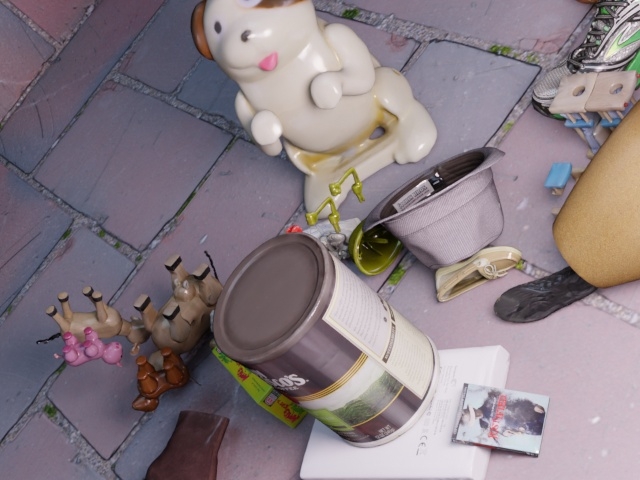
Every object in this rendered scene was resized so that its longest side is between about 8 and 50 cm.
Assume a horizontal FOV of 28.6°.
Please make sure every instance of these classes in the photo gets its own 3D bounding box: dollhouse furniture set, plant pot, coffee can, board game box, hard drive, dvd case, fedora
[{"bbox_3d":[0.403,-0.131,1.808,0.129,0.129,0.183,3,59,46],"label":"dollhouse furniture set"},{"bbox_3d":[0.439,-0.054,1.657,0.254,0.237,0.237,-43,34,34],"label":"plant pot"},{"bbox_3d":[0.012,0.144,1.773,0.202,0.275,0.201,-27,42,27],"label":"coffee can"},{"bbox_3d":[-0.098,0.226,2.033,0.043,0.092,0.181,-49,37,-1],"label":"board game box"},{"bbox_3d":[0.120,0.258,1.828,0.308,0.040,0.203,-10,52,41],"label":"hard drive"},{"bbox_3d":[0.244,0.242,1.696,0.120,0.013,0.087,7,60,19],"label":"dvd case"},{"bbox_3d":[0.192,-0.036,1.897,0.244,0.124,0.275,-29,9,8],"label":"fedora"}]

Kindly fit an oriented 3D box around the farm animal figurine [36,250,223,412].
[{"bbox_3d":[-0.288,0.165,2.220,0.327,0.172,0.330,-40,48,-19],"label":"farm animal figurine"}]

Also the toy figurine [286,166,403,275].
[{"bbox_3d":[-0.044,0.067,2.040,0.217,0.191,0.362,-12,38,56],"label":"toy figurine"}]

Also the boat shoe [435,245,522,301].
[{"bbox_3d":[0.237,0.050,1.883,0.153,0.056,0.048,-20,55,35],"label":"boat shoe"}]

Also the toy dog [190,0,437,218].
[{"bbox_3d":[-0.026,-0.309,2.167,0.285,0.408,0.395,-24,44,29],"label":"toy dog"}]

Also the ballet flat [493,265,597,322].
[{"bbox_3d":[0.327,0.076,1.785,0.173,0.057,0.049,-23,4,30],"label":"ballet flat"}]

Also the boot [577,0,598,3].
[{"bbox_3d":[0.509,-0.507,2.046,0.283,0.109,0.220,-50,35,2],"label":"boot"}]

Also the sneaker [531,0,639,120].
[{"bbox_3d":[0.449,-0.325,1.919,0.343,0.146,0.134,-45,37,7],"label":"sneaker"}]

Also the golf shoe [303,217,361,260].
[{"bbox_3d":[0.000,0.000,2.174,0.176,0.069,0.086,-5,35,39],"label":"golf shoe"}]

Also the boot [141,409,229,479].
[{"bbox_3d":[-0.196,0.374,2.003,0.248,0.090,0.206,1,61,50],"label":"boot"}]
